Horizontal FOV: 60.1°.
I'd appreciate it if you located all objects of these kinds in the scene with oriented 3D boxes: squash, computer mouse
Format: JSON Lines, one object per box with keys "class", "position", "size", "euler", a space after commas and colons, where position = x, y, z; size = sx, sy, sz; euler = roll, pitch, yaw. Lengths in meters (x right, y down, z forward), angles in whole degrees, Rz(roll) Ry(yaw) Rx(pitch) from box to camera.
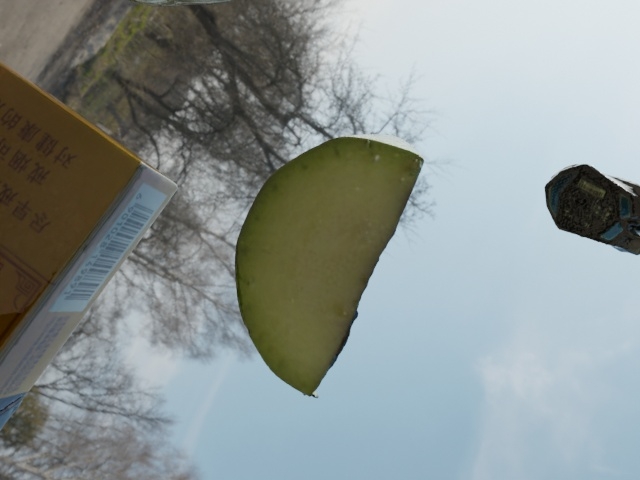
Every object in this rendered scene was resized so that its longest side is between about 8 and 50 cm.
{"class": "squash", "position": [-0.021, -0.007, 0.420], "size": [0.192, 0.085, 0.184], "euler": [-65, -162, 11]}
{"class": "computer mouse", "position": [0.310, -0.037, 0.604], "size": [0.135, 0.047, 0.079], "euler": [41, -52, 44]}

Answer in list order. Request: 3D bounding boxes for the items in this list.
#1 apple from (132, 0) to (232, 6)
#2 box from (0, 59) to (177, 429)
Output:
{"class": "apple", "position": [-0.126, -0.414, 0.528], "size": [0.311, 0.320, 0.361], "euler": [-12, -127, 60]}
{"class": "box", "position": [-0.389, 0.027, 0.593], "size": [0.415, 0.264, 0.116], "euler": [-55, 173, -2]}
